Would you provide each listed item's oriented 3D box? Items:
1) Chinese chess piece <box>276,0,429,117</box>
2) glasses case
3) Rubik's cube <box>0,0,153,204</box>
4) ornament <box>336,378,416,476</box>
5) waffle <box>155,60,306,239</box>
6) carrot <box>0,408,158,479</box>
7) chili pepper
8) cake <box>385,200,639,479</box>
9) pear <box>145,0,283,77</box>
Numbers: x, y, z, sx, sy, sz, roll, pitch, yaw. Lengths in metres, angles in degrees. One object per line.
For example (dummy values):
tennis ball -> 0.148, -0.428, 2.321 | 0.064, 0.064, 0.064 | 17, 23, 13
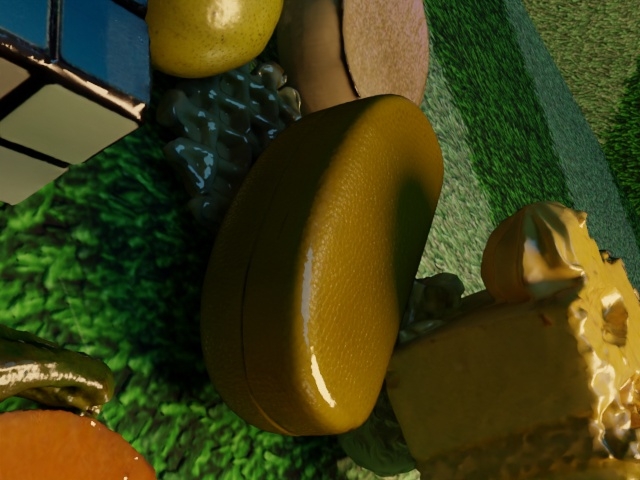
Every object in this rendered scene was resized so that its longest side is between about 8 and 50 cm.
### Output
Chinese chess piece -> 0.053, -0.269, 1.011 | 0.270, 0.112, 0.270 | -7, 98, -56
glasses case -> 0.000, 0.000, 0.710 | 0.173, 0.141, 0.371 | 53, 44, -35
Rubik's cube -> -0.239, -0.151, 0.513 | 0.167, 0.180, 0.183 | 25, 52, -48
ornament -> 0.107, 0.170, 0.877 | 0.130, 0.120, 0.285 | 46, 32, 6
waffle -> -0.056, -0.066, 0.842 | 0.309, 0.056, 0.292 | 61, 35, -11
carrot -> -0.184, 0.235, 0.422 | 0.258, 0.100, 0.307 | 64, 30, -10
chili pepper -> -0.222, 0.087, 0.479 | 0.204, 0.072, 0.073 | 19, 67, -54
cake -> 0.204, 0.121, 0.725 | 0.222, 0.227, 0.286 | -13, 79, -58
pear -> -0.130, -0.260, 0.733 | 0.198, 0.198, 0.198 | 34, 44, -41
